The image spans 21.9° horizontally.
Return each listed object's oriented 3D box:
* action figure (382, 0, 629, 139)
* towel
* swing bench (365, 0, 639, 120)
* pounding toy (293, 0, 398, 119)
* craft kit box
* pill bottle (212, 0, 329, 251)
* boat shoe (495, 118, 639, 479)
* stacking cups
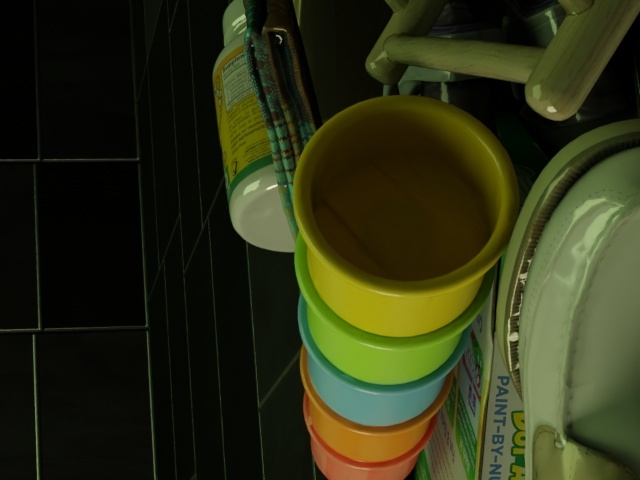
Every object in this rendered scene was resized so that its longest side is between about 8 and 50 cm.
[{"bbox_3d":[0.070,-0.190,0.804,0.099,0.185,0.285,-153,53,-67],"label":"action figure"},{"bbox_3d":[0.000,0.000,1.078,0.271,0.040,0.370,-101,-3,-67],"label":"towel"},{"bbox_3d":[0.094,-0.193,0.614,0.165,0.254,0.253,49,177,-14],"label":"swing bench"},{"bbox_3d":[0.003,-0.217,1.248,0.181,0.094,0.206,-128,39,-61],"label":"pounding toy"},{"bbox_3d":[0.092,0.075,0.900,0.250,0.060,0.247,-99,14,-72],"label":"craft kit box"},{"bbox_3d":[-0.028,-0.105,1.367,0.118,0.117,0.208,108,157,-56],"label":"pill bottle"},{"bbox_3d":[0.136,0.097,0.678,0.103,0.113,0.302,-110,12,-53],"label":"boat shoe"},{"bbox_3d":[0.037,0.046,0.819,0.316,0.096,0.096,88,175,-65],"label":"stacking cups"}]
